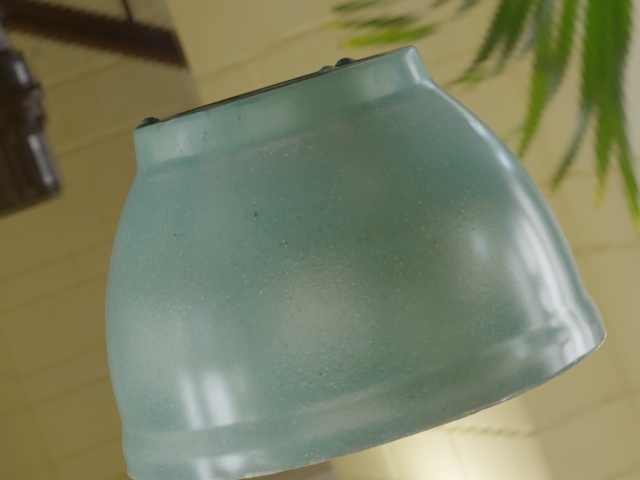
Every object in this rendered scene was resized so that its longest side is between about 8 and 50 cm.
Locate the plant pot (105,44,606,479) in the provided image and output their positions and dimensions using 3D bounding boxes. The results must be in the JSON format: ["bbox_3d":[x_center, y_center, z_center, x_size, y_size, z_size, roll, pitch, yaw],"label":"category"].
[{"bbox_3d":[0.000,0.000,1.143,0.293,0.196,0.293,-16,-175,2],"label":"plant pot"}]
